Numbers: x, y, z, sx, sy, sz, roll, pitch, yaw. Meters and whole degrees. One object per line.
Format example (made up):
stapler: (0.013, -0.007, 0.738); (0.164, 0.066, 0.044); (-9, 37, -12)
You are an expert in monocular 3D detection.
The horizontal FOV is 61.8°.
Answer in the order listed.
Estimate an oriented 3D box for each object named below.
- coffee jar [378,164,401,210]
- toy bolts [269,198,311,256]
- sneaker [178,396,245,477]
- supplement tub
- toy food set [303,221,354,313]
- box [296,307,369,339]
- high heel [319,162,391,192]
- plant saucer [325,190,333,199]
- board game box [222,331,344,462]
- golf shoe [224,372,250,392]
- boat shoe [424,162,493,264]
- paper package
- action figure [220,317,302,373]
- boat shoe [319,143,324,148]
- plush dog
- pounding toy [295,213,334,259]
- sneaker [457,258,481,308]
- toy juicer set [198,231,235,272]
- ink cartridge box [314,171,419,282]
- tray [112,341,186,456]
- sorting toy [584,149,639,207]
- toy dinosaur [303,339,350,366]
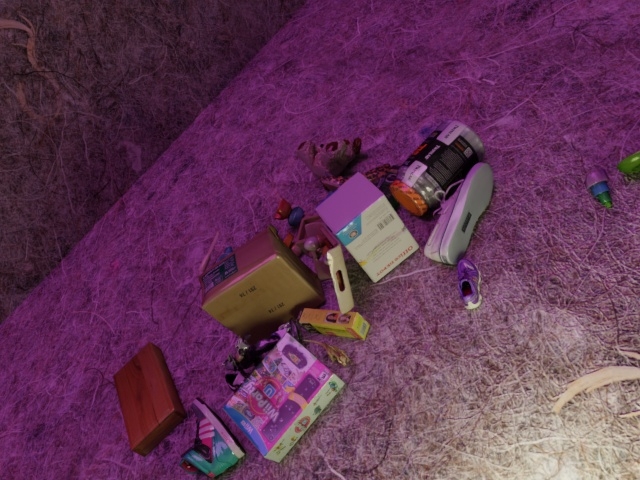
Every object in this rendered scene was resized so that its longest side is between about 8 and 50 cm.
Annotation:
coffee jar: (0.270, -0.195, 1.986); (0.096, 0.079, 0.185); (17, 66, 39)
toy bolts: (-0.130, -0.028, 2.157); (0.218, 0.158, 0.229); (128, 166, -74)
sneaker: (-0.377, 0.641, 1.694); (0.178, 0.124, 0.295); (-41, 38, -17)
supplement tub: (0.397, -0.246, 1.841); (0.316, 0.194, 0.193); (-46, 39, -8)
toy food set: (0.018, 0.083, 1.757); (0.092, 0.220, 0.306); (-17, 21, -7)
box: (0.038, 0.267, 1.732); (0.232, 0.087, 0.058); (-1, 55, 38)
high heel: (0.144, -0.251, 2.086); (0.261, 0.093, 0.186); (21, 70, 14)
plant saucer: (0.090, -0.186, 2.163); (0.194, 0.037, 0.195); (-23, 41, 21)
board game box: (-0.113, 0.469, 1.616); (0.224, 0.097, 0.303); (34, 79, 37)
golf shoe: (-0.237, 0.480, 1.748); (0.198, 0.094, 0.077); (-1, 52, 37)
boat shoe: (0.430, -0.095, 1.735); (0.156, 0.135, 0.367); (10, 69, 48)
paper package: (-0.204, 0.165, 1.848); (0.324, 0.309, 0.168); (-34, 38, 10)
action figure: (-0.203, 0.359, 1.790); (0.284, 0.185, 0.099); (-26, 70, -4)
boat shoe: (0.006, -0.373, 2.401); (0.056, 0.049, 0.152); (-21, 43, 22)
plush dog: (0.064, -0.353, 2.259); (0.262, 0.211, 0.225); (10, 40, 48)
pounding toy: (0.007, 0.003, 2.003); (0.180, 0.094, 0.206); (-13, 46, 31)
sneaker: (0.432, 0.116, 1.563); (0.068, 0.071, 0.170); (-22, 41, 22)
toy juicer set: (-0.403, 0.133, 2.233); (0.209, 0.089, 0.329); (-52, 46, 6)
ink cartridge box: (0.156, -0.042, 1.782); (0.198, 0.270, 0.197); (-39, 37, 2)
tray: (-0.653, 0.580, 2.011); (0.203, 0.076, 0.411); (-43, 38, -4)
sorting toy: (0.924, -0.191, 1.456); (0.365, 0.127, 0.126); (-26, 70, 22)
toy dinosaur: (0.036, 0.339, 1.657); (0.183, 0.093, 0.053); (19, 66, 47)
